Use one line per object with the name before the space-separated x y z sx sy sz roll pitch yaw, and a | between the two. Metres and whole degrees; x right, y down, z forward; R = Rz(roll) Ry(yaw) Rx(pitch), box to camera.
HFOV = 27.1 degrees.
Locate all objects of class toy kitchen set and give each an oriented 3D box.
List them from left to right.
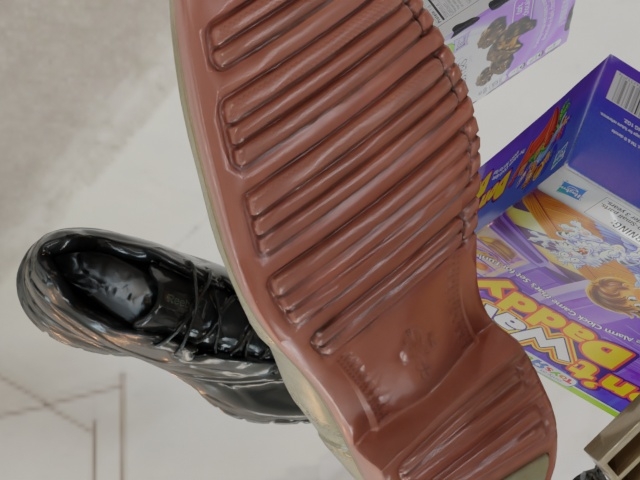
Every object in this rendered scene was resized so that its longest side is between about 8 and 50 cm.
toy kitchen set | 0.187 0.109 0.622 0.075 0.083 0.068 -43 113 -3

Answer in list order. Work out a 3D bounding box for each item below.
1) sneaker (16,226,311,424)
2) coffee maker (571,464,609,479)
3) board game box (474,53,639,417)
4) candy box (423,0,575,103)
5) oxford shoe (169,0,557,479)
sneaker | -0.083 0.063 0.957 0.286 0.109 0.130 15 168 -7
coffee maker | 0.250 0.237 0.924 0.178 0.120 0.171 20 138 -18
board game box | 0.249 0.053 0.805 0.347 0.078 0.233 30 155 -7
candy box | 0.086 -0.146 0.957 0.196 0.070 0.165 -34 165 -4
oxford shoe | 0.000 0.000 0.679 0.140 0.146 0.397 -32 125 -20
